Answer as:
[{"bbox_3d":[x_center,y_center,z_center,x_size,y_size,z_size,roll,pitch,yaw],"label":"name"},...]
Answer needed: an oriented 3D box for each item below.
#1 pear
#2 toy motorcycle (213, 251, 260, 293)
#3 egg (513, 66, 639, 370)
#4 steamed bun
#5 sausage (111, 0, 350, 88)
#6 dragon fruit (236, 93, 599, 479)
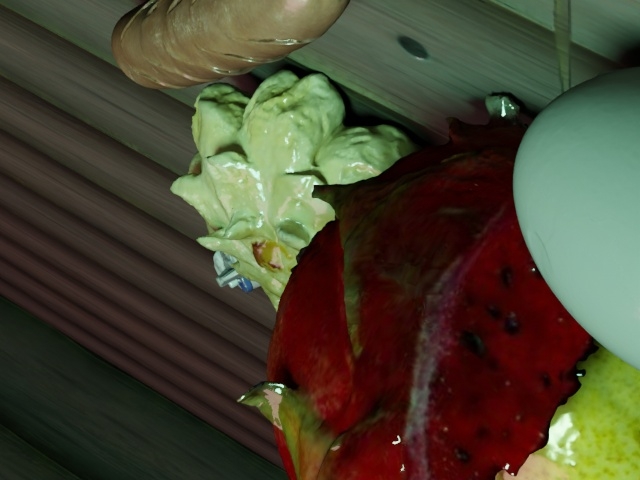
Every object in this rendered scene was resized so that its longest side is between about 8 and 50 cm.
[{"bbox_3d":[0.203,0.126,1.179,0.271,0.271,0.271,32,165,9],"label":"pear"},{"bbox_3d":[-0.078,-0.006,1.742,0.112,0.112,0.254,35,167,-1],"label":"toy motorcycle"},{"bbox_3d":[0.215,-0.009,0.913,0.232,0.176,0.176,35,168,32],"label":"egg"},{"bbox_3d":[0.000,0.000,1.395,0.292,0.137,0.295,24,150,17],"label":"steamed bun"},{"bbox_3d":[-0.076,-0.167,1.221,0.088,0.088,0.433,39,165,-17],"label":"sausage"},{"bbox_3d":[0.055,0.044,1.083,0.282,0.343,0.100,17,164,46],"label":"dragon fruit"}]
